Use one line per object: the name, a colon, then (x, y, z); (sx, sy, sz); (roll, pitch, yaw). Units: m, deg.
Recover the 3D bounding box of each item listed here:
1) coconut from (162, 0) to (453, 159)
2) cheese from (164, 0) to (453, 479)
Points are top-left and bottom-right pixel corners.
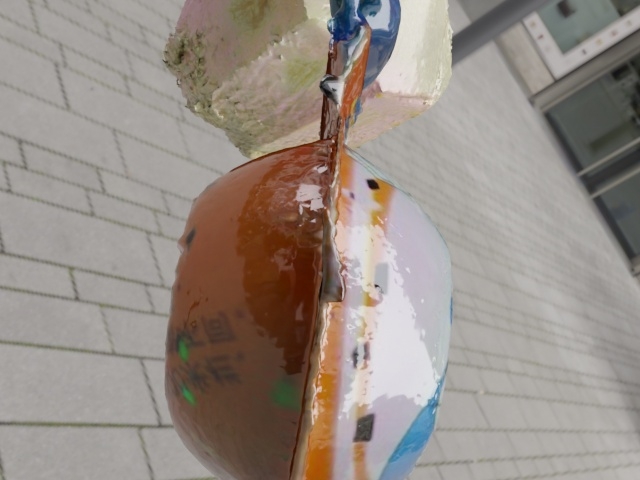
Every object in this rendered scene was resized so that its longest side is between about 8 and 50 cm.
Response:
coconut: (-0.001, -0.190, 0.788); (0.233, 0.245, 0.233); (20, 57, -34)
cheese: (0.000, 0.000, 0.463); (0.217, 0.129, 0.329); (101, -3, -63)
